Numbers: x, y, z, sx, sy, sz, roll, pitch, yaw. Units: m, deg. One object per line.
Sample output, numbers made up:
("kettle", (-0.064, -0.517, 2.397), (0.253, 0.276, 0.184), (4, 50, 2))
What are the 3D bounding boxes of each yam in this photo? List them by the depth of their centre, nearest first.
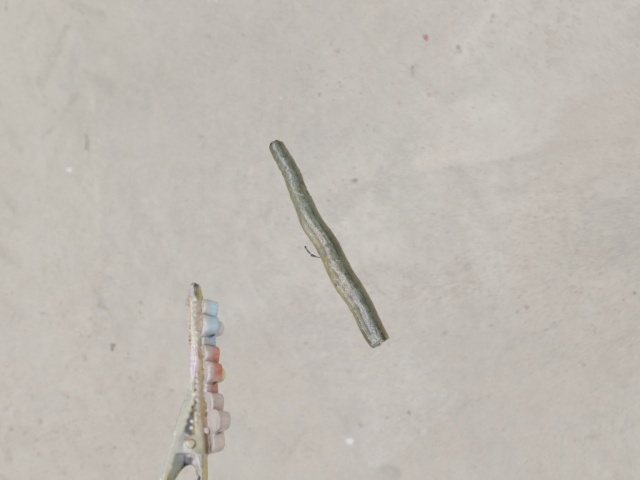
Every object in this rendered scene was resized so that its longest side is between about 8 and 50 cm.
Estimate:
("yam", (0.001, -0.001, 0.713), (0.234, 0.027, 0.029), (62, 146, 20))

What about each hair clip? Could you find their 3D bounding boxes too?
("hair clip", (-0.111, 0.137, 0.707), (0.062, 0.056, 0.213), (124, 155, -49))
